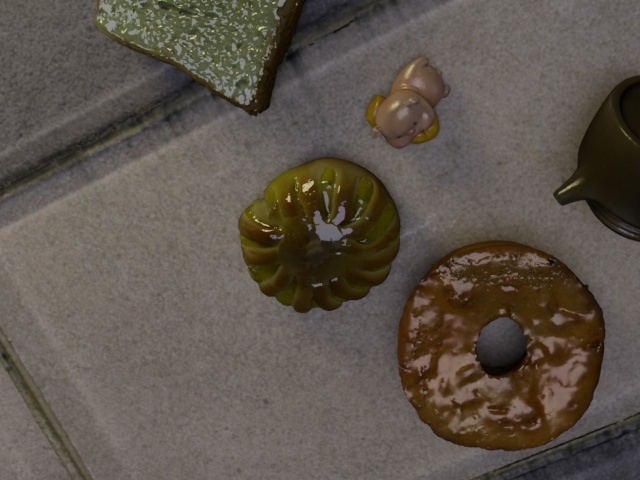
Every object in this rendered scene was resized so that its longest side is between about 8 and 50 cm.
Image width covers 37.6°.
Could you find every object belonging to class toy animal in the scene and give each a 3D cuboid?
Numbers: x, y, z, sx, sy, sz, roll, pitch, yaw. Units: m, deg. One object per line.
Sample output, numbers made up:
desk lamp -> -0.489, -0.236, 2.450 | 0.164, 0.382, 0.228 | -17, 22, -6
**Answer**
toy animal -> 0.116, -0.160, 1.161 | 0.091, 0.082, 0.114 | 42, 104, -8

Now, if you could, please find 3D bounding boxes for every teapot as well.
teapot -> 0.406, -0.078, 1.121 | 0.268, 0.185, 0.175 | -3, 142, -18

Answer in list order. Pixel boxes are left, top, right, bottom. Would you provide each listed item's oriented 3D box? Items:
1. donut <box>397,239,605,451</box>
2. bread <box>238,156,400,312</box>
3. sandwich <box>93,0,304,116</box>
donut -> 0.230, 0.126, 1.217 | 0.278, 0.108, 0.277 | 1, 105, 5
bread -> 0.000, 0.000, 1.209 | 0.214, 0.104, 0.213 | 1, 107, 2
sandwich -> -0.124, -0.328, 1.132 | 0.249, 0.095, 0.273 | 27, 107, 1
